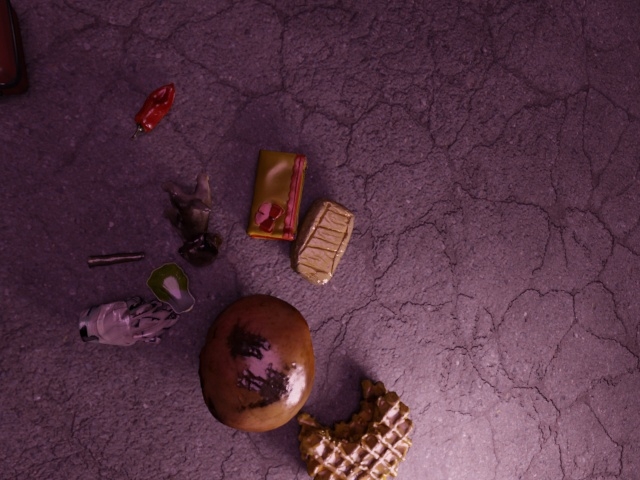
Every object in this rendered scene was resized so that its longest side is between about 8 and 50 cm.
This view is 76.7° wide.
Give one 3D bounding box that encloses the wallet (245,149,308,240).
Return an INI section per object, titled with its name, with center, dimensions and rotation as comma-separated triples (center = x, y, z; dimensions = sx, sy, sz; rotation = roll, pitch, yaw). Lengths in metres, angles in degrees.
[wallet]
center = -0.117, -0.121, 1.093
dimensions = 0.141, 0.067, 0.242
rotation = 7, 86, 9

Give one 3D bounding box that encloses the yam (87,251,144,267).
[yam]
center = -0.509, 0.049, 1.014
dimensions = 0.129, 0.027, 0.033
rotation = -4, 70, -17

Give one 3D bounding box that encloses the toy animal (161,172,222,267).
[toy animal]
center = -0.311, -0.050, 1.008
dimensions = 0.121, 0.233, 0.169
rotation = -18, 55, -27

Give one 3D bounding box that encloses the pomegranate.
[pomegranate]
center = -0.153, 0.294, 0.986
dimensions = 0.321, 0.322, 0.323
rotation = 0, 90, -17

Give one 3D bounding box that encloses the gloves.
[gloves]
center = -0.460, 0.203, 0.992
dimensions = 0.211, 0.111, 0.128
rotation = -3, 88, -11

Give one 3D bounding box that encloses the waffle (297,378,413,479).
[waffle]
center = 0.101, 0.559, 1.144
dimensions = 0.323, 0.151, 0.262
rotation = -23, 101, -13

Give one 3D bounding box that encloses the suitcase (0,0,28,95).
[suitcase]
center = -0.807, -0.425, 0.850
dimensions = 0.296, 0.161, 0.237
rotation = -8, 92, -18

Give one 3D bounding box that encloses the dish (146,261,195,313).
[dish]
center = -0.380, 0.126, 1.048
dimensions = 0.091, 0.039, 0.137
rotation = -35, 97, -18

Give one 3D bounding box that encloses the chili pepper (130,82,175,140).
[chili pepper]
center = -0.424, -0.330, 1.028
dimensions = 0.059, 0.050, 0.191
rotation = 27, 74, 1

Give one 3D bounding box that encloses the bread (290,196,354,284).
[bread]
center = 0.000, 0.000, 1.132
dimensions = 0.139, 0.106, 0.237
rotation = 26, 83, -18
